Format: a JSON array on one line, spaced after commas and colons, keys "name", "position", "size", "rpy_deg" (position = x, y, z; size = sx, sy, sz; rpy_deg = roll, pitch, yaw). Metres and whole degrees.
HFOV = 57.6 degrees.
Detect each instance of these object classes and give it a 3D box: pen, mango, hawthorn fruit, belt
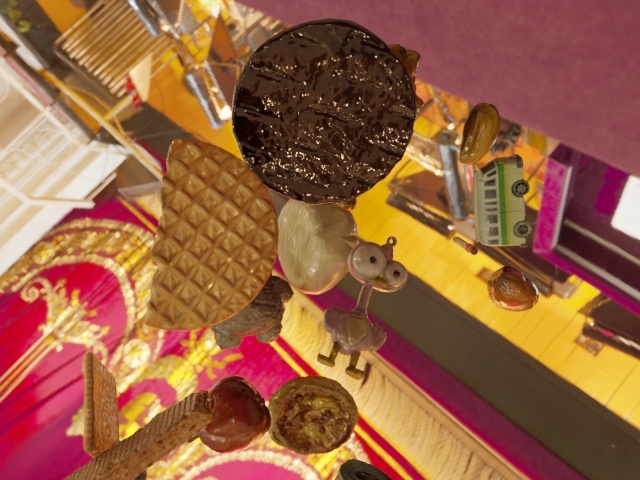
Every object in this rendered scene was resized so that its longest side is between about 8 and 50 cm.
[{"name": "pen", "position": [0.450, 0.014, 1.815], "size": [0.028, 0.028, 0.239], "rpy_deg": [44, -174, -6]}, {"name": "mango", "position": [0.394, -0.264, 1.455], "size": [0.076, 0.160, 0.103], "rpy_deg": [15, -167, -24]}, {"name": "mango", "position": [0.386, 0.105, 1.177], "size": [0.105, 0.084, 0.159], "rpy_deg": [35, -164, 15]}, {"name": "hawthorn fruit", "position": [-0.249, 0.464, 1.516], "size": [0.196, 0.226, 0.196], "rpy_deg": [57, 168, 20]}, {"name": "mango", "position": [0.068, -0.124, 1.643], "size": [0.127, 0.063, 0.077], "rpy_deg": [-103, -7, -50]}, {"name": "belt", "position": [0.122, 0.719, 1.698], "size": [0.163, 0.082, 0.148], "rpy_deg": [31, -155, 28]}]

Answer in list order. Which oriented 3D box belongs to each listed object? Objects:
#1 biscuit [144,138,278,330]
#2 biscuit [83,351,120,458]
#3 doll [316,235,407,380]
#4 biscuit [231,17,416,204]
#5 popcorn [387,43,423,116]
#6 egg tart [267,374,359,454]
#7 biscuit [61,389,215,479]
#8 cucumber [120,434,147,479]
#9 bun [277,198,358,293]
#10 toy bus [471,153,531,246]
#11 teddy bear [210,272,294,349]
[{"name": "biscuit", "position": [-0.168, -0.002, 0.937], "size": [0.205, 0.308, 0.040], "rpy_deg": [8, 177, -13]}, {"name": "biscuit", "position": [-0.501, 0.390, 1.326], "size": [0.160, 0.030, 0.249], "rpy_deg": [79, 173, -49]}, {"name": "doll", "position": [0.108, 0.147, 1.414], "size": [0.160, 0.365, 0.094], "rpy_deg": [24, 162, 0]}, {"name": "biscuit", "position": [0.007, -0.278, 1.294], "size": [0.407, 0.407, 0.091], "rpy_deg": [46, -169, -20]}, {"name": "popcorn", "position": [0.152, -0.414, 1.593], "size": [0.297, 0.280, 0.316], "rpy_deg": [28, 147, -27]}, {"name": "egg tart", "position": [-0.028, 0.514, 1.754], "size": [0.290, 0.290, 0.115], "rpy_deg": [47, -168, -20]}, {"name": "biscuit", "position": [-0.373, 0.428, 1.160], "size": [0.054, 0.379, 0.094], "rpy_deg": [55, 180, -16]}, {"name": "cucumber", "position": [-0.449, 0.520, 1.377], "size": [0.064, 0.064, 0.111], "rpy_deg": [108, 147, -79]}, {"name": "bun", "position": [0.000, 0.000, 1.965], "size": [0.220, 0.364, 0.365], "rpy_deg": [-1, -167, -28]}, {"name": "toy bus", "position": [0.560, -0.121, 1.815], "size": [0.133, 0.165, 0.275], "rpy_deg": [-65, -32, -72]}, {"name": "teddy bear", "position": [-0.176, 0.108, 1.262], "size": [0.267, 0.236, 0.151], "rpy_deg": [-126, 36, -56]}]
